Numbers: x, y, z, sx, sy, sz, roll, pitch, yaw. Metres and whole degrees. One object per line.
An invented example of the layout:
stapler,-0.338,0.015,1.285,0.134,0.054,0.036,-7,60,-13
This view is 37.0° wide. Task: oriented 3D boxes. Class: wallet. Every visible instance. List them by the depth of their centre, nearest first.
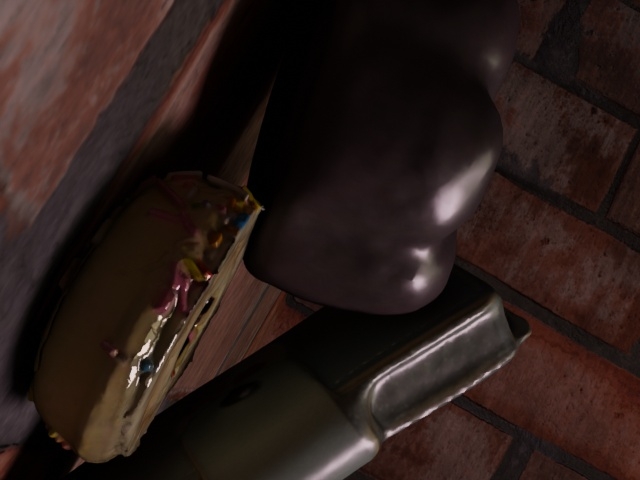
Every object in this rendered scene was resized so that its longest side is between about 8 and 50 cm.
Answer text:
wallet,-0.036,0.123,0.672,0.360,0.083,0.252,-33,-172,-4

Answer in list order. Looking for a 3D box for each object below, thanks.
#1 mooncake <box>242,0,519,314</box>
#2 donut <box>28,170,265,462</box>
mooncake,0.031,-0.072,0.605,0.245,0.133,0.245,-165,-90,-86
donut,-0.096,0.037,0.515,0.174,0.068,0.174,-62,180,0
